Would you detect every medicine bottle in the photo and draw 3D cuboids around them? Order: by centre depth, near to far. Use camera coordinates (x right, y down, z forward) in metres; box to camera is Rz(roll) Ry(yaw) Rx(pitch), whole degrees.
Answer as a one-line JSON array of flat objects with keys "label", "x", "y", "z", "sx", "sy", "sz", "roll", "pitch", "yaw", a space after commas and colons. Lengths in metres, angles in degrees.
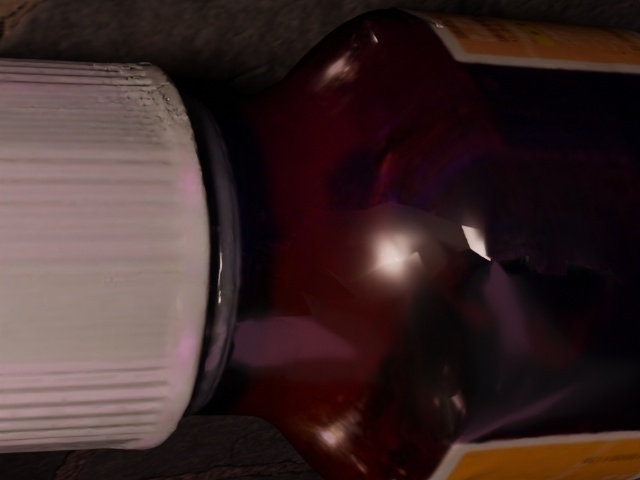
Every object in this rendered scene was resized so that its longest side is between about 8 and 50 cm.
[{"label": "medicine bottle", "x": 0.000, "y": 0.000, "z": 0.642, "sx": 0.395, "sy": 0.243, "sz": 0.242, "roll": 5, "pitch": 148, "yaw": -27}]
